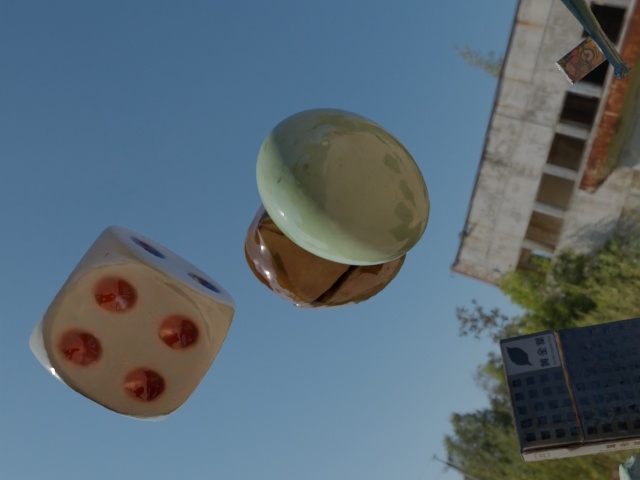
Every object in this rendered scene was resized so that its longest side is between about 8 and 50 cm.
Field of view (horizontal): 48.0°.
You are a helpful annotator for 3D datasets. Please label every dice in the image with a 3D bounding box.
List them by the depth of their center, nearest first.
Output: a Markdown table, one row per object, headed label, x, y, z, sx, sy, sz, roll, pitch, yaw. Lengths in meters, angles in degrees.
| label | x | y | z | sx | sy | sz | roll | pitch | yaw |
| --- | --- | --- | --- | --- | --- | --- | --- | --- | --- |
| dice | -0.359 | 0.156 | 1.410 | 0.276 | 0.304 | 0.304 | -56 | 11 | -2 |

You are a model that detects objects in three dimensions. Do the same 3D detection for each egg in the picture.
| label | x | y | z | sx | sy | sz | roll | pitch | yaw |
| --- | --- | --- | --- | --- | --- | --- | --- | --- | --- |
| egg | 0.024 | -0.053 | 0.741 | 0.149 | 0.192 | 0.149 | -50 | 15 | 18 |

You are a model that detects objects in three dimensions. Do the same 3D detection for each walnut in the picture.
| label | x | y | z | sx | sy | sz | roll | pitch | yaw |
| --- | --- | --- | --- | --- | --- | --- | --- | --- | --- |
| walnut | 0.000 | 0.000 | 0.989 | 0.298 | 0.203 | 0.203 | 5 | -77 | -56 |

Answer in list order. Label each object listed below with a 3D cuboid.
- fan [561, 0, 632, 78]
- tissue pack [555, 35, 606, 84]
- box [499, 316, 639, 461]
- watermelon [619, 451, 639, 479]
| label | x | y | z | sx | sy | sz | roll | pitch | yaw |
| --- | --- | --- | --- | --- | --- | --- | --- | --- | --- |
| fan | 0.274 | -0.255 | 0.771 | 0.016 | 0.193 | 0.038 | -33 | -3 | -36 |
| tissue pack | 0.546 | -0.378 | 1.512 | 0.083 | 0.063 | 0.035 | -37 | 5 | 15 |
| box | 0.431 | 0.200 | 1.011 | 0.047 | 0.325 | 0.180 | 60 | -157 | -50 |
| watermelon | 0.465 | 0.293 | 0.744 | 0.213 | 0.261 | 0.201 | 31 | -79 | -33 |
